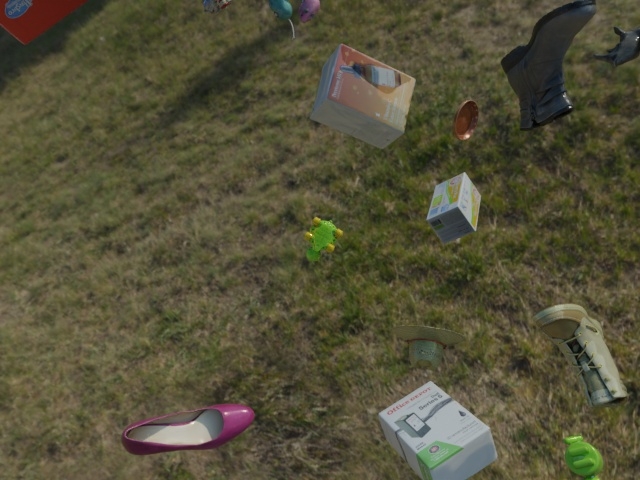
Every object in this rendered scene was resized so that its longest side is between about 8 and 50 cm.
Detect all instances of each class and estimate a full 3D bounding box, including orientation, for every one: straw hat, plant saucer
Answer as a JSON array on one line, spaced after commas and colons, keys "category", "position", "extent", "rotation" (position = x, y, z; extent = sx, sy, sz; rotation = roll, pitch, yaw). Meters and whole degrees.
[{"category": "straw hat", "position": [0.180, 0.190, 0.948], "extent": [0.145, 0.144, 0.061], "rotation": [-1, 69, 27]}, {"category": "plant saucer", "position": [0.302, -0.251, 1.152], "extent": [0.013, 0.083, 0.083], "rotation": [24, 65, 42]}]

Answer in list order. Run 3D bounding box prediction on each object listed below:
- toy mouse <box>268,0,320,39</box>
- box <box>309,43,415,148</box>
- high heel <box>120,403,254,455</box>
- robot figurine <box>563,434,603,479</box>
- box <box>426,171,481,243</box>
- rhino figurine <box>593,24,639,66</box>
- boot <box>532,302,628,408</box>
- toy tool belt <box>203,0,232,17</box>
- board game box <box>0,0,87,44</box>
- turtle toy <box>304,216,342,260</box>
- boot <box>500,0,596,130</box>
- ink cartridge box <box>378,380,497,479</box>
[{"category": "toy mouse", "position": [-0.050, -0.491, 1.144], "extent": [0.031, 0.161, 0.143], "rotation": [4, 91, 57]}, {"category": "box", "position": [0.083, -0.280, 1.089], "extent": [0.091, 0.171, 0.130], "rotation": [-28, 46, 64]}, {"category": "high heel", "position": [-0.245, 0.349, 1.041], "extent": [0.244, 0.117, 0.082], "rotation": [-5, 63, -11]}, {"category": "robot figurine", "position": [0.555, 0.461, 1.162], "extent": [0.067, 0.115, 0.101], "rotation": [-27, 55, 21]}, {"category": "box", "position": [0.416, -0.103, 1.711], "extent": [0.114, 0.103, 0.203], "rotation": [-26, 24, 34]}, {"category": "rhino figurine", "position": [0.610, -0.355, 0.962], "extent": [0.243, 0.073, 0.106], "rotation": [-9, 56, 31]}, {"category": "boot", "position": [0.579, 0.260, 1.220], "extent": [0.095, 0.262, 0.203], "rotation": [-32, 49, 33]}, {"category": "toy tool belt", "position": [-0.218, -0.491, 1.130], "extent": [0.052, 0.051, 0.083], "rotation": [-43, 20, -13]}, {"category": "board game box", "position": [-0.263, -0.406, 0.662], "extent": [0.317, 0.064, 0.242], "rotation": [-30, 55, 9]}, {"category": "turtle toy", "position": [0.000, 0.000, 1.588], "extent": [0.095, 0.066, 0.130], "rotation": [29, 82, 2]}, {"category": "boot", "position": [0.586, -0.418, 1.364], "extent": [0.118, 0.338, 0.222], "rotation": [-13, 81, -9]}, {"category": "ink cartridge box", "position": [0.315, 0.538, 1.529], "extent": [0.198, 0.114, 0.273], "rotation": [-27, 22, -16]}]
